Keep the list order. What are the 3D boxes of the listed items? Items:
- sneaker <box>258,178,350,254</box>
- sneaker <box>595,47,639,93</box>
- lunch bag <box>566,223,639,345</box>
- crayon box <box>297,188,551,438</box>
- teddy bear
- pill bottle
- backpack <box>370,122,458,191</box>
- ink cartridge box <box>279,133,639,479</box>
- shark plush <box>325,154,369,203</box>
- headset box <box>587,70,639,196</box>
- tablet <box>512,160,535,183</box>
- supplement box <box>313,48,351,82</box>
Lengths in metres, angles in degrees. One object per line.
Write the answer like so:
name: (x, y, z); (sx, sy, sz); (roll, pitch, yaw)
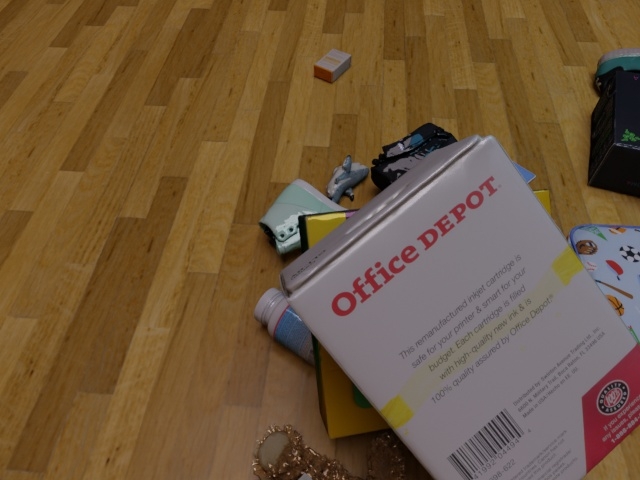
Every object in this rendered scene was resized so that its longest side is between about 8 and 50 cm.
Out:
sneaker: (0.000, 0.000, 0.913); (0.256, 0.094, 0.151); (34, 68, 21)
sneaker: (0.852, -0.416, 1.160); (0.302, 0.108, 0.121); (2, 61, 36)
lunch bag: (0.549, 0.113, 0.802); (0.243, 0.115, 0.303); (5, 53, 2)
crayon box: (0.165, 0.098, 0.707); (0.363, 0.106, 0.313); (-7, 95, -8)
teddy bear: (0.031, 0.383, 0.632); (0.338, 0.113, 0.245); (2, 46, 12)
pill bottle: (-0.032, 0.148, 0.803); (0.160, 0.087, 0.087); (29, 59, 20)
backpack: (0.208, -0.162, 1.003); (0.152, 0.115, 0.182); (43, 74, 5)
ink cartridge box: (0.174, 0.109, 0.572); (0.279, 0.160, 0.384); (-39, 99, -4)
shark plush: (0.053, -0.116, 1.018); (0.067, 0.073, 0.161); (35, 51, -11)
headset box: (0.742, -0.216, 1.027); (0.246, 0.131, 0.283); (17, 56, 14)
tablet: (0.438, -0.154, 1.065); (0.054, 0.006, 0.083); (-35, 60, -22)
supplement box: (0.034, -0.482, 1.296); (0.062, 0.036, 0.098); (29, 60, 21)
